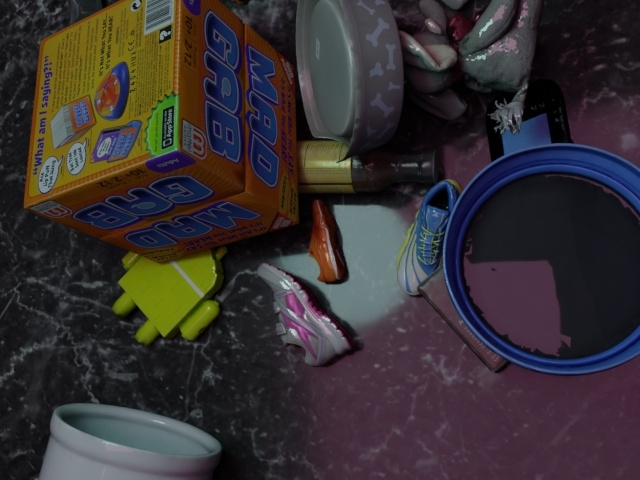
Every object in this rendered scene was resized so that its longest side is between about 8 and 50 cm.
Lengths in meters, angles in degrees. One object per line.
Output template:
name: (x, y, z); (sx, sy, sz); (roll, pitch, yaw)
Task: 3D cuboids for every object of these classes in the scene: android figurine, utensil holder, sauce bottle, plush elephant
android figurine: (-0.314, 0.088, 1.702); (0.248, 0.056, 0.273); (44, 94, 18)
utensil holder: (-0.387, 0.540, 1.513); (0.327, 0.327, 0.386); (13, 87, 17)
sauce bottle: (0.062, -0.146, 1.606); (0.344, 0.111, 0.111); (3, 82, 17)
plush elephant: (0.261, -0.353, 1.474); (0.255, 0.272, 0.330); (10, 72, 11)

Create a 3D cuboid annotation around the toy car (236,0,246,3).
toy car: (-0.179, -0.584, 1.798); (0.040, 0.060, 0.122); (-20, 49, 55)

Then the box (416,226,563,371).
box: (0.312, 0.115, 1.468); (0.167, 0.168, 0.203); (-43, 73, 5)

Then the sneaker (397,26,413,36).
sneaker: (0.128, -0.426, 1.646); (0.283, 0.107, 0.124); (12, 78, 17)

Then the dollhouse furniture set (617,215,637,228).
dollhouse furniture set: (0.526, -0.026, 1.461); (0.123, 0.144, 0.151); (-1, 95, 20)

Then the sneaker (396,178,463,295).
sneaker: (0.202, -0.013, 1.541); (0.091, 0.126, 0.240); (19, 86, 17)

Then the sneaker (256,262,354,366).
sneaker: (-0.052, 0.150, 1.596); (0.111, 0.103, 0.252); (-43, 72, 3)

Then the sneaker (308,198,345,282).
sneaker: (0.000, 0.000, 1.629); (0.067, 0.064, 0.175); (-15, 74, 22)

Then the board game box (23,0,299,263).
board game box: (-0.286, -0.207, 1.515); (0.356, 0.356, 0.357); (-15, 65, 28)

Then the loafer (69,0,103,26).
loafer: (-0.540, -0.497, 1.861); (0.096, 0.084, 0.268); (-4, 82, -17)

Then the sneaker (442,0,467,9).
sneaker: (0.244, -0.574, 1.660); (0.094, 0.080, 0.212); (-42, 80, -7)

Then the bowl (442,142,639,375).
bowl: (0.400, 0.032, 1.340); (0.391, 0.077, 0.391); (-2, 75, 8)

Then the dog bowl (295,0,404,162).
dog bowl: (0.050, -0.320, 1.475); (0.102, 0.349, 0.349); (-9, 77, -16)

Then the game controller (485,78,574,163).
game controller: (0.402, -0.140, 1.513); (0.166, 0.067, 0.319); (-21, 70, 50)
